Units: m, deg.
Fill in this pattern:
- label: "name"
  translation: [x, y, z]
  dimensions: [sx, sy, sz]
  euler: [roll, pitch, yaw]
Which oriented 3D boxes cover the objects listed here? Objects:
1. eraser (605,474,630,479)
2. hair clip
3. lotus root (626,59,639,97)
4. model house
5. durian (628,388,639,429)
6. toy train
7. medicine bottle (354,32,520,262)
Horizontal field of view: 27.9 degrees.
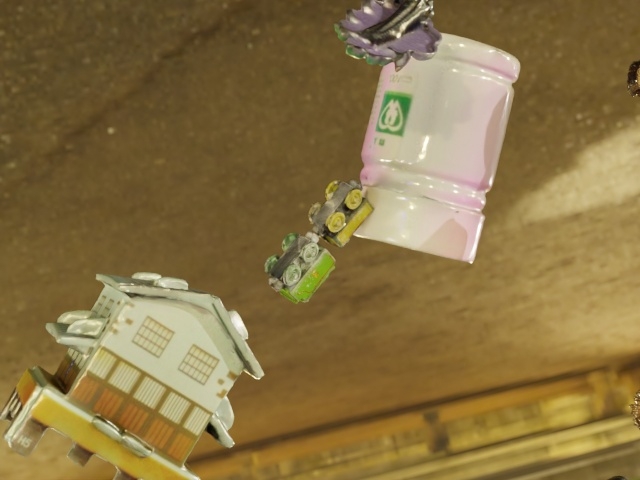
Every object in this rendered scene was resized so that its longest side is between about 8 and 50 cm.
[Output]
- label: "eraser"
  translation: [0.363, 0.439, 1.776]
  dimensions: [0.332, 0.155, 0.101]
  euler: [-11, 150, -47]
- label: "hair clip"
  translation: [0.093, -0.268, 1.602]
  dimensions: [0.195, 0.124, 0.052]
  euler: [-44, 155, -47]
- label: "lotus root"
  translation: [0.560, -0.232, 1.818]
  dimensions: [0.257, 0.140, 0.154]
  euler: [11, 141, 41]
- label: "model house"
  translation: [-0.180, 0.139, 1.257]
  dimensions: [0.198, 0.215, 0.224]
  euler: [32, 172, -12]
- label: "durian"
  translation: [0.411, 0.210, 1.527]
  dimensions: [0.140, 0.110, 0.071]
  euler: [32, 164, -20]
- label: "toy train"
  translation: [0.000, 0.000, 1.894]
  dimensions: [0.202, 0.060, 0.081]
  euler: [-51, 138, -10]
- label: "medicine bottle"
  translation: [0.174, -0.144, 1.988]
  dimensions: [0.212, 0.325, 0.212]
  euler: [12, -179, 0]
